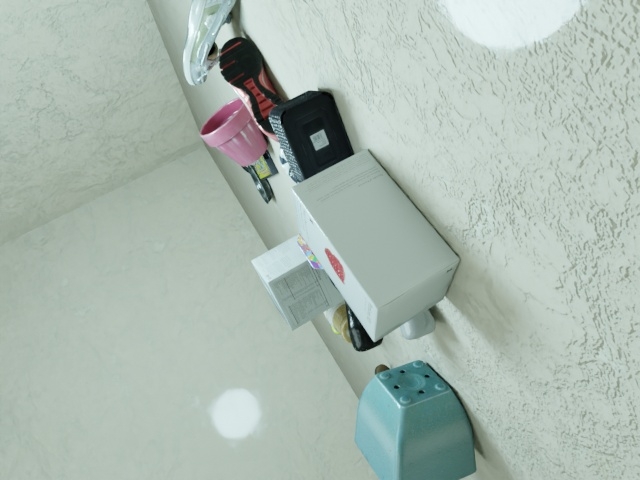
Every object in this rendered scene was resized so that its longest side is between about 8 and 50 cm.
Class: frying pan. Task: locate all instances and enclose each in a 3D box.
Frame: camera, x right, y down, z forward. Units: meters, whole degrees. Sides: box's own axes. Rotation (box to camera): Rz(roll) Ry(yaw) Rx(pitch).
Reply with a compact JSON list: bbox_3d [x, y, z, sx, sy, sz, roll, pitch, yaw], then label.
[{"bbox_3d":[-0.294,-0.276,2.255,0.197,0.053,0.326,66,169,-25],"label":"frying pan"}]

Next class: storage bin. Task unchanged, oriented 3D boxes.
[{"bbox_3d":[-0.015,-0.211,1.021,0.084,0.122,0.180,40,157,61],"label":"storage bin"}]

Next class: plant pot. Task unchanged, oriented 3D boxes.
[{"bbox_3d":[0.244,0.470,1.282,0.248,0.246,0.253,-139,41,-60],"label":"plant pot"},{"bbox_3d":[-0.287,-0.368,1.703,0.180,0.201,0.201,49,177,-34],"label":"plant pot"}]

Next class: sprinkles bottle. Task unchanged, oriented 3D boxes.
[{"bbox_3d":[0.063,0.248,1.792,0.121,0.121,0.355,66,167,-24],"label":"sprinkles bottle"}]

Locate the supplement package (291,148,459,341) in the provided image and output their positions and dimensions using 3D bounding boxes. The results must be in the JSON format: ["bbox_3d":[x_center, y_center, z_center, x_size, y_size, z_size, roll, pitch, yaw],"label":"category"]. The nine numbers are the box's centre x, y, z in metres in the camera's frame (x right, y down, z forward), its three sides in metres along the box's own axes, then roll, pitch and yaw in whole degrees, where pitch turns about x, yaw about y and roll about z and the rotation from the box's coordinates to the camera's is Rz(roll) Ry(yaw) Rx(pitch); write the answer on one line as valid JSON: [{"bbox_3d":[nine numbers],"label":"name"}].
[{"bbox_3d":[0.095,0.008,0.935,0.293,0.175,0.178,55,166,27],"label":"supplement package"}]

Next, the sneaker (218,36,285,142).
[{"bbox_3d":[-0.179,-0.395,1.317,0.314,0.115,0.136,62,176,8],"label":"sneaker"}]

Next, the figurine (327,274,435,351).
[{"bbox_3d":[0.132,0.125,1.096,0.092,0.214,0.210,-30,-83,-57],"label":"figurine"}]

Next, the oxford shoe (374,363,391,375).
[{"bbox_3d":[0.262,0.495,1.671,0.227,0.082,0.096,47,143,50],"label":"oxford shoe"}]

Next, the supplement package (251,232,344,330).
[{"bbox_3d":[-0.046,0.110,1.567,0.199,0.262,0.198,40,157,61],"label":"supplement package"}]

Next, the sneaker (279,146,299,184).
[{"bbox_3d":[-0.042,-0.203,1.221,0.153,0.093,0.235,-118,18,-44],"label":"sneaker"}]

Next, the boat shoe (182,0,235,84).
[{"bbox_3d":[-0.299,-0.538,1.301,0.320,0.102,0.118,122,160,-52],"label":"boat shoe"}]

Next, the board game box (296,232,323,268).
[{"bbox_3d":[0.000,0.000,1.426,0.169,0.133,0.033,55,-173,27],"label":"board game box"}]

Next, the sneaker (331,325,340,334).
[{"bbox_3d":[0.063,0.300,2.097,0.082,0.069,0.209,-63,39,36],"label":"sneaker"}]

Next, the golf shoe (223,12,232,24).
[{"bbox_3d":[-0.302,-0.657,1.294,0.069,0.085,0.176,49,162,52],"label":"golf shoe"}]

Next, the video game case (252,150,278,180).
[{"bbox_3d":[-0.259,-0.364,1.935,0.249,0.035,0.275,63,168,-10],"label":"video game case"}]
